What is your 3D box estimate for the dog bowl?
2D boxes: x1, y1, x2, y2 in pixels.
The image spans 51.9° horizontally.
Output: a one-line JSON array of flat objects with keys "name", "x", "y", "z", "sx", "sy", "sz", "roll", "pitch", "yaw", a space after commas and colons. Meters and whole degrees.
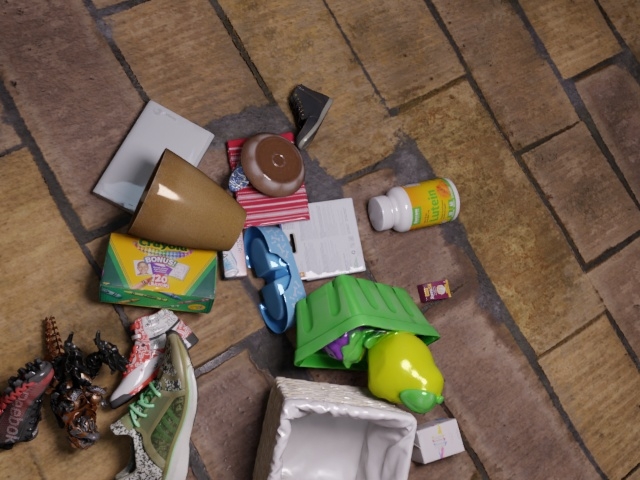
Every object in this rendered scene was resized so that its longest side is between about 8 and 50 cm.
[{"name": "dog bowl", "x": -0.119, "y": 0.097, "z": 1.768, "sx": 0.074, "sy": 0.166, "sz": 0.297, "roll": -14, "pitch": 81, "yaw": -31}]

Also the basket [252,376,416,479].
[{"name": "basket", "x": 0.018, "y": 0.521, "z": 1.596, "sx": 0.329, "sy": 0.266, "sz": 0.331, "roll": 10, "pitch": 94, "yaw": -14}]

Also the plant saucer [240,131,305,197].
[{"name": "plant saucer", "x": -0.122, "y": -0.217, "z": 1.824, "sx": 0.199, "sy": 0.036, "sz": 0.198, "roll": 12, "pitch": 65, "yaw": -28}]

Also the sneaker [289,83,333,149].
[{"name": "sneaker", "x": -0.055, "y": -0.362, "z": 1.936, "sx": 0.118, "sy": 0.083, "sz": 0.222, "roll": 28, "pitch": 52, "yaw": -2}]

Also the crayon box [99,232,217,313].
[{"name": "crayon box", "x": -0.411, "y": 0.085, "z": 1.691, "sx": 0.279, "sy": 0.081, "sz": 0.165, "roll": 8, "pitch": 51, "yaw": -14}]

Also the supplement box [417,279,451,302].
[{"name": "supplement box", "x": 0.336, "y": 0.150, "z": 1.947, "sx": 0.083, "sy": 0.043, "sz": 0.054, "roll": -9, "pitch": 81, "yaw": -18}]

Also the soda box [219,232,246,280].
[{"name": "soda box", "x": -0.245, "y": 0.015, "z": 1.800, "sx": 0.063, "sy": 0.058, "sz": 0.183, "roll": -4, "pitch": 77, "yaw": -18}]

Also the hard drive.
[{"name": "hard drive", "x": -0.452, "y": -0.210, "z": 1.805, "sx": 0.203, "sy": 0.040, "sz": 0.307, "roll": 28, "pitch": 71, "yaw": -8}]

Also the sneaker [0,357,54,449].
[{"name": "sneaker", "x": -0.683, "y": 0.384, "z": 1.512, "sx": 0.135, "sy": 0.097, "sz": 0.276, "roll": 42, "pitch": 106, "yaw": -16}]

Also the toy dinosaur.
[{"name": "toy dinosaur", "x": -0.597, "y": 0.327, "z": 1.561, "sx": 0.322, "sy": 0.218, "sz": 0.164, "roll": 50, "pitch": 27, "yaw": 2}]

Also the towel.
[{"name": "towel", "x": -0.148, "y": -0.173, "z": 1.869, "sx": 0.199, "sy": 0.031, "sz": 0.274, "roll": -9, "pitch": 75, "yaw": -11}]

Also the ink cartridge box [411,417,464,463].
[{"name": "ink cartridge box", "x": 0.303, "y": 0.552, "z": 1.812, "sx": 0.143, "sy": 0.092, "sz": 0.089, "roll": -12, "pitch": 81, "yaw": -18}]

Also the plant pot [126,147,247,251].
[{"name": "plant pot", "x": -0.328, "y": -0.074, "z": 1.681, "sx": 0.254, "sy": 0.237, "sz": 0.237, "roll": 25, "pitch": 71, "yaw": -19}]

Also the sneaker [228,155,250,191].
[{"name": "sneaker", "x": -0.217, "y": -0.183, "z": 1.815, "sx": 0.052, "sy": 0.058, "sz": 0.135, "roll": 35, "pitch": 60, "yaw": -15}]

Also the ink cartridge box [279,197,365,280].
[{"name": "ink cartridge box", "x": 0.000, "y": 0.000, "z": 1.878, "sx": 0.224, "sy": 0.045, "sz": 0.223, "roll": -8, "pitch": 78, "yaw": -9}]

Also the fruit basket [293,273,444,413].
[{"name": "fruit basket", "x": 0.146, "y": 0.288, "z": 1.659, "sx": 0.392, "sy": 0.283, "sz": 0.392, "roll": 35, "pitch": 36, "yaw": -31}]

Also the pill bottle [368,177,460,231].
[{"name": "pill bottle", "x": 0.272, "y": -0.100, "z": 1.940, "sx": 0.246, "sy": 0.136, "sz": 0.136, "roll": -12, "pitch": 80, "yaw": -19}]

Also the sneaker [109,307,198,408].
[{"name": "sneaker", "x": -0.453, "y": 0.286, "z": 1.656, "sx": 0.270, "sy": 0.090, "sz": 0.145, "roll": -41, "pitch": 89, "yaw": -25}]

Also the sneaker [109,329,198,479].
[{"name": "sneaker", "x": -0.397, "y": 0.415, "z": 1.553, "sx": 0.182, "sy": 0.158, "sz": 0.409, "roll": 6, "pitch": 90, "yaw": -24}]
